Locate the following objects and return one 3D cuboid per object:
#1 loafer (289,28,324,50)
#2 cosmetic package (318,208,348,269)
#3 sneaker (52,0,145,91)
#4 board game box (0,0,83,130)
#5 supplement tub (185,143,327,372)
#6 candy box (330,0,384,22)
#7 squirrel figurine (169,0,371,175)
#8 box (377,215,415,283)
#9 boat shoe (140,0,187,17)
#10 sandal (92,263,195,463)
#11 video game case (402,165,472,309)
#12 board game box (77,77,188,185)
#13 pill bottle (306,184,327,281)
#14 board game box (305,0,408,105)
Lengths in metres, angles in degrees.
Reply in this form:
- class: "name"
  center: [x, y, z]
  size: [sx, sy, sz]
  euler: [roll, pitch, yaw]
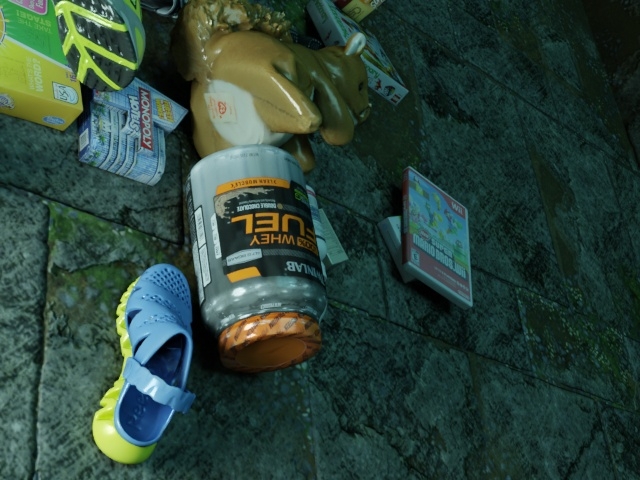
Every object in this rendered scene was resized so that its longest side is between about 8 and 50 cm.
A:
- class: "loafer"
  center: [-0.057, -0.405, 2.044]
  size: [0.220, 0.078, 0.080]
  euler: [20, 72, -60]
- class: "cosmetic package"
  center: [0.000, 0.000, 1.833]
  size: [0.060, 0.041, 0.115]
  euler: [-14, 75, -53]
- class: "sneaker"
  center: [-0.370, -0.430, 1.473]
  size: [0.147, 0.145, 0.385]
  euler: [-84, 169, -60]
- class: "board game box"
  center: [-0.528, -0.319, 1.446]
  size: [0.316, 0.064, 0.242]
  euler: [13, 54, -44]
- class: "supplement tub"
  center: [-0.104, 0.030, 1.550]
  size: [0.207, 0.207, 0.338]
  euler: [16, 52, -42]
- class: "candy box"
  center: [0.129, -0.676, 2.372]
  size: [0.087, 0.183, 0.316]
  euler: [42, 39, -21]
- class: "squirrel figurine"
  center: [-0.076, -0.322, 1.771]
  size: [0.370, 0.281, 0.397]
  euler: [-30, 79, -45]
- class: "box"
  center: [0.217, 0.013, 2.078]
  size: [0.186, 0.038, 0.145]
  euler: [-7, 69, -50]
- class: "boat shoe"
  center: [-0.286, -0.474, 1.809]
  size: [0.301, 0.108, 0.102]
  euler: [7, 58, -43]
- class: "sandal"
  center: [-0.228, 0.161, 1.371]
  size: [0.126, 0.138, 0.317]
  euler: [28, 43, -30]
- class: "video game case"
  center: [0.256, -0.007, 2.084]
  size: [0.204, 0.025, 0.285]
  euler: [33, 42, -30]
- class: "board game box"
  center: [-0.314, -0.198, 1.606]
  size: [0.194, 0.060, 0.194]
  euler: [18, 51, -40]
- class: "pill bottle"
  center: [-0.046, -0.003, 1.726]
  size: [0.108, 0.108, 0.180]
  euler: [15, 53, -43]
- class: "board game box"
  center: [0.079, -0.442, 2.168]
  size: [0.193, 0.053, 0.305]
  euler: [30, 23, -32]
